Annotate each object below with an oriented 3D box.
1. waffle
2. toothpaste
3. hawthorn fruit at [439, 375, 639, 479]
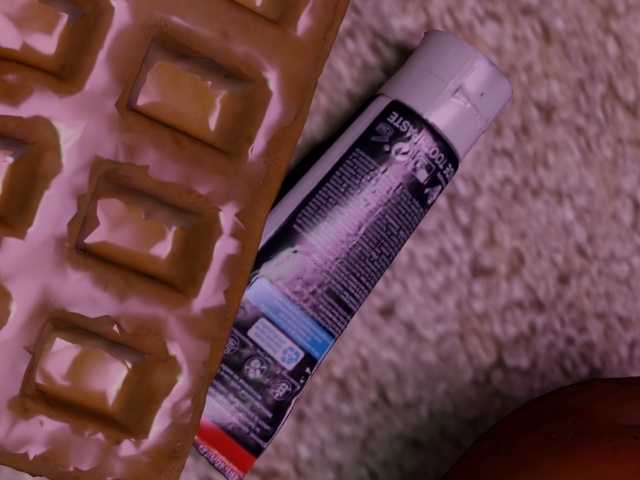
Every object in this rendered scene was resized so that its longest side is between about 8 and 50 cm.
[{"bbox_3d":[-0.160,-0.067,0.419,0.327,0.098,0.224,25,81,-31],"label":"waffle"},{"bbox_3d":[0.000,0.000,0.557,0.071,0.045,0.193,41,81,-19],"label":"toothpaste"},{"bbox_3d":[0.151,0.204,0.553,0.277,0.277,0.298,9,118,-32],"label":"hawthorn fruit"}]
